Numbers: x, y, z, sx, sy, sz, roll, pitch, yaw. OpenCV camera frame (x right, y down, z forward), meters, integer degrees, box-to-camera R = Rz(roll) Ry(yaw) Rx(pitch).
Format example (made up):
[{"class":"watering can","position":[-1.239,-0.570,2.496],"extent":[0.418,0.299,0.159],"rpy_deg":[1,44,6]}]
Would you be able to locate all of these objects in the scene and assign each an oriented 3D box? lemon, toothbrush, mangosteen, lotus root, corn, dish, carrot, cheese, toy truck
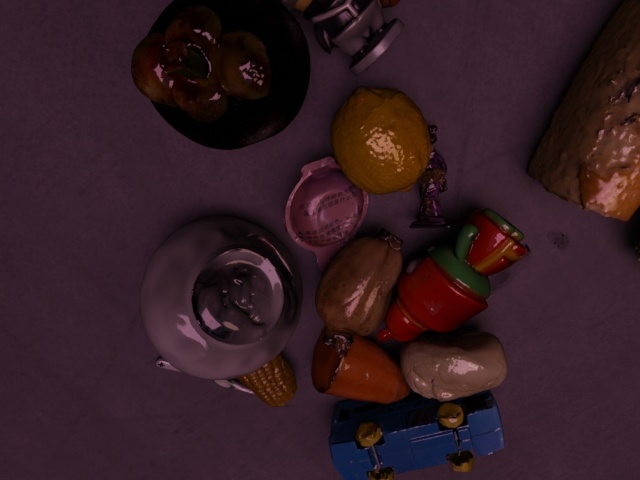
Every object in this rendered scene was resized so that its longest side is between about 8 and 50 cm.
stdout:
[{"class":"lemon","position":[0.110,-0.179,0.883],"extent":[0.193,0.180,0.180],"rpy_deg":[33,107,-10]},{"class":"toothbrush","position":[-0.236,0.326,1.143],"extent":[0.304,0.030,0.030],"rpy_deg":[18,109,-8]},{"class":"mangosteen","position":[-0.160,-0.271,0.768],"extent":[0.275,0.302,0.275],"rpy_deg":[4,106,13]},{"class":"lotus root","position":[0.078,0.098,0.975],"extent":[0.154,0.140,0.257],"rpy_deg":[30,92,-34]},{"class":"corn","position":[-0.169,0.219,1.059],"extent":[0.120,0.120,0.363],"rpy_deg":[-31,111,10]},{"class":"dish","position":[-0.163,0.106,0.921],"extent":[0.324,0.124,0.324],"rpy_deg":[3,83,-27]},{"class":"carrot","position":[0.105,0.286,1.075],"extent":[0.225,0.159,0.159],"rpy_deg":[24,109,-14]},{"class":"cheese","position":[0.022,-0.030,0.979],"extent":[0.189,0.074,0.286],"rpy_deg":[-25,123,-15]},{"class":"toy truck","position":[0.213,0.435,1.126],"extent":[0.385,0.162,0.161],"rpy_deg":[-16,111,6]}]

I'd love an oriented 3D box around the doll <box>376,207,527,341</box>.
[{"class":"doll","position":[0.250,0.096,0.988],"extent":[0.363,0.160,0.183],"rpy_deg":[-43,147,22]}]

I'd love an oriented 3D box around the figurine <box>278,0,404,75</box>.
[{"class":"figurine","position":[0.028,-0.413,0.813],"extent":[0.236,0.133,0.176],"rpy_deg":[40,96,-17]}]

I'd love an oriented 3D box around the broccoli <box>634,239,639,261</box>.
[{"class":"broccoli","position":[0.741,-0.040,0.916],"extent":[0.260,0.235,0.288],"rpy_deg":[40,109,-14]}]

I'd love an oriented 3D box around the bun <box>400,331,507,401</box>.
[{"class":"bun","position":[0.282,0.270,1.044],"extent":[0.229,0.229,0.145],"rpy_deg":[0,91,-1]}]

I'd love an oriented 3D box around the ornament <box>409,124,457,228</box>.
[{"class":"ornament","position":[0.209,-0.122,0.966],"extent":[0.081,0.088,0.203],"rpy_deg":[-8,100,27]}]

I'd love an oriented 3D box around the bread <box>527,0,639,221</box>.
[{"class":"bread","position":[0.528,-0.230,0.838],"extent":[0.165,0.236,0.375],"rpy_deg":[22,109,-7]}]
